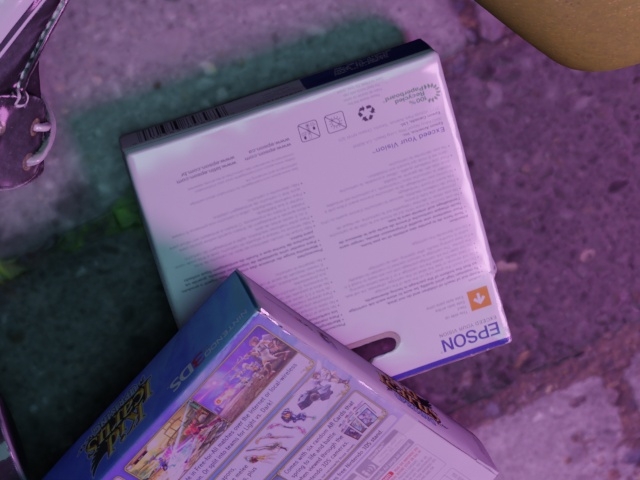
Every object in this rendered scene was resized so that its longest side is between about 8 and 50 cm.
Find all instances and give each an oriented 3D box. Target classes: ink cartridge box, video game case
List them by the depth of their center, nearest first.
[{"bbox_3d":[-0.054,0.184,1.294,0.269,0.061,0.244,-47,125,10],"label":"video game case"},{"bbox_3d":[0.000,0.000,1.296,0.223,0.045,0.224,-18,111,-5],"label":"ink cartridge box"}]

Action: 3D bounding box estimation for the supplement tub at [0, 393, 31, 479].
[{"bbox_3d":[-0.297,0.164,1.258,0.198,0.106,0.106,-19,109,-5],"label":"supplement tub"}]

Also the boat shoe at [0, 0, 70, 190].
[{"bbox_3d":[-0.227,-0.079,1.205,0.119,0.121,0.335,30,110,-25],"label":"boat shoe"}]

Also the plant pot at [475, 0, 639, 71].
[{"bbox_3d":[0.139,-0.252,1.152,0.275,0.275,0.293,-35,125,1],"label":"plant pot"}]
